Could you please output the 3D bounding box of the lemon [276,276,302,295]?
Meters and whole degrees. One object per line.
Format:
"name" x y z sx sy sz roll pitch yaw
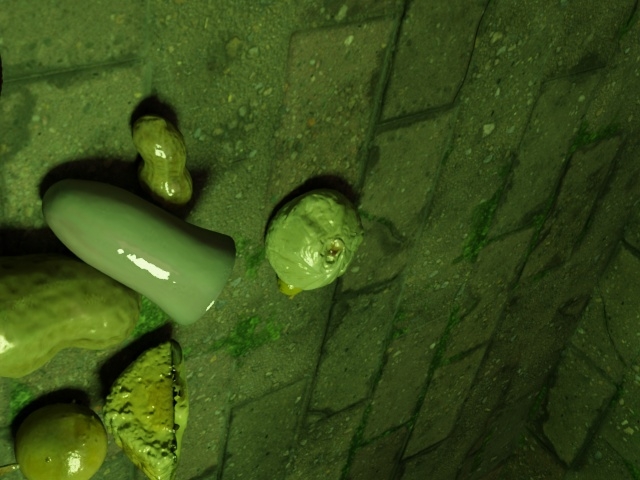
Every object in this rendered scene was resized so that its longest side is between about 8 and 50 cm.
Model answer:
"lemon" -0.058 0.085 1.867 0.083 0.062 0.062 -32 146 -40

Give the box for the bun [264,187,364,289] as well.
"bun" 0.000 0.000 1.762 0.220 0.134 0.220 -20 128 -27

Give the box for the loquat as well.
"loquat" -0.493 0.401 1.662 0.172 0.204 0.149 0 166 -10

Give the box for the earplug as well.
"earplug" -0.307 -0.001 1.405 0.301 0.172 0.172 31 104 -28

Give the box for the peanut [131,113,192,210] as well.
"peanut" -0.259 -0.128 1.422 0.089 0.089 0.192 -26 138 -24

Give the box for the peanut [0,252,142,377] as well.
"peanut" -0.454 0.118 1.390 0.387 0.170 0.192 -4 95 -43

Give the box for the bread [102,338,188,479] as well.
"bread" -0.342 0.345 1.724 0.163 0.262 0.204 0 150 -7

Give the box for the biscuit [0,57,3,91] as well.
"biscuit" -0.550 -0.196 1.089 0.305 0.038 0.305 -27 141 -25

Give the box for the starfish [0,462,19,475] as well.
"starfish" -0.761 0.419 1.466 0.398 0.132 0.384 -45 150 7
